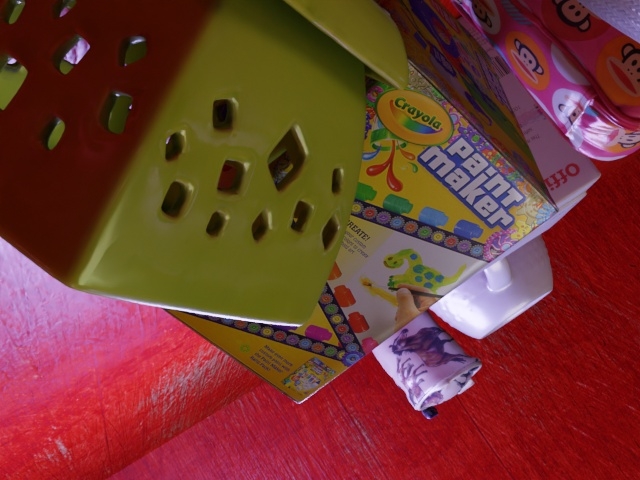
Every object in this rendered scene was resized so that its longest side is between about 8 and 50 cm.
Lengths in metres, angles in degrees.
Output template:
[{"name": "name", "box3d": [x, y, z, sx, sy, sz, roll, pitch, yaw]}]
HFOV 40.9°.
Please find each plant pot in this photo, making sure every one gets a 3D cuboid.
[{"name": "plant pot", "box3d": [-0.093, -0.097, 0.517, 0.207, 0.227, 0.228, -61, 151, 7]}]

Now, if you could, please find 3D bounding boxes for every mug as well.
[{"name": "mug", "box3d": [0.265, -0.002, 1.577, 0.276, 0.328, 0.374, -35, 167, 2]}]

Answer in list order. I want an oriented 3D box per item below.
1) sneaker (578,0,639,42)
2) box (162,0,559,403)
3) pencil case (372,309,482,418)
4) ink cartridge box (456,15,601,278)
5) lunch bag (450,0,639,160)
[{"name": "sneaker", "box3d": [0.190, -0.266, 0.560, 0.169, 0.293, 0.108, -39, 156, 7]}, {"name": "box", "box3d": [0.018, -0.070, 0.760, 0.279, 0.177, 0.290, -40, -154, 23]}, {"name": "pencil case", "box3d": [0.141, 0.156, 1.737, 0.160, 0.410, 0.183, -40, 154, -1]}, {"name": "ink cartridge box", "box3d": [0.181, -0.107, 1.124, 0.198, 0.270, 0.197, -31, 167, -13]}, {"name": "lunch bag", "box3d": [0.285, -0.250, 0.820, 0.258, 0.293, 0.120, -36, 169, -10]}]
